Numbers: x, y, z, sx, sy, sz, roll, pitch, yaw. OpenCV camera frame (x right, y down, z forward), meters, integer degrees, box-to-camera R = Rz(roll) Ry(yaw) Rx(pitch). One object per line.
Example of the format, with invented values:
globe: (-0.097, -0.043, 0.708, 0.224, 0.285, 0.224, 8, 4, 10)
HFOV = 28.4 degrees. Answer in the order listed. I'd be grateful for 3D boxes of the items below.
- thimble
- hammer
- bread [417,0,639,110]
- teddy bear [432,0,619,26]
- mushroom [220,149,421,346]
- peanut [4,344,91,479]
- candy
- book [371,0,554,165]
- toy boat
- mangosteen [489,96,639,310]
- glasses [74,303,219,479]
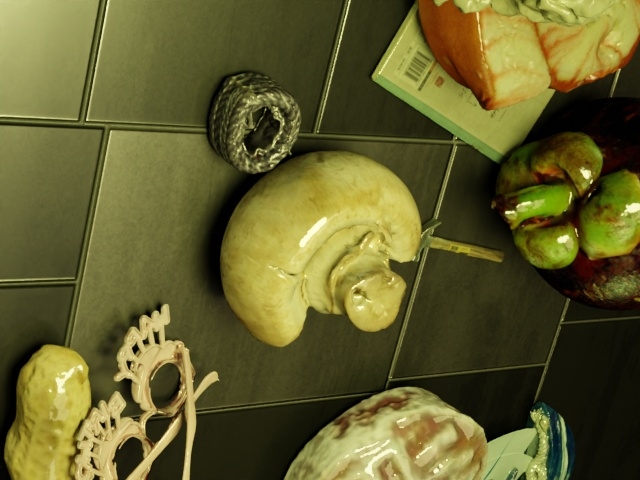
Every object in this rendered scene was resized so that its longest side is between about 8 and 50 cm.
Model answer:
thimble: (-0.074, -0.132, 1.426, 0.095, 0.066, 0.104, -14, 124, -30)
hammer: (0.193, 0.008, 1.741, 0.182, 0.017, 0.062, 10, 107, -42)
bread: (0.269, -0.322, 1.527, 0.327, 0.114, 0.295, -17, 112, -34)
teddy bear: (0.163, -0.399, 1.288, 0.367, 0.224, 0.357, 29, 66, -6)
mushroom: (0.000, 0.000, 1.460, 0.253, 0.195, 0.189, -37, 133, -11)
peanut: (-0.302, 0.217, 1.419, 0.099, 0.099, 0.214, -5, 117, -36)
candy: (0.086, 0.326, 1.737, 0.289, 0.157, 0.214, -32, 115, -11)
book: (0.207, -0.235, 1.612, 0.282, 0.025, 0.215, 29, 94, -42)
toy boat: (0.278, 0.380, 1.979, 0.291, 0.070, 0.210, -27, 123, -19)
mangosteen: (0.383, -0.049, 1.673, 0.311, 0.311, 0.311, -18, 123, -29)
glasses: (-0.196, 0.206, 1.456, 0.162, 0.095, 0.255, 49, 54, -45)
